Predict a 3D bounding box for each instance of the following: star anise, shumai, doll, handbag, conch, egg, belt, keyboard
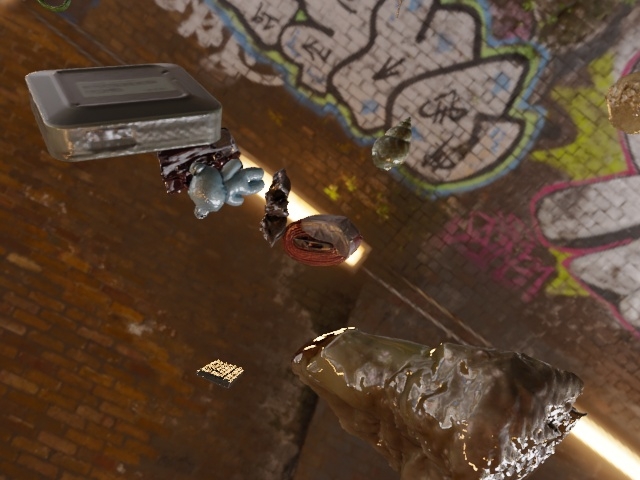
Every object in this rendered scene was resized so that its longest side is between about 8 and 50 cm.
[{"bbox_3d":[-0.117,-0.074,1.607,0.073,0.197,0.212,8,-158,-6],"label":"star anise"},{"bbox_3d":[0.128,0.181,0.741,0.283,0.217,0.346,45,166,32],"label":"shumai"},{"bbox_3d":[-0.202,-0.120,1.306,0.075,0.120,0.179,16,-153,40],"label":"doll"},{"bbox_3d":[-0.306,-0.200,1.576,0.216,0.203,0.074,-123,14,-56],"label":"handbag"},{"bbox_3d":[0.243,-0.305,2.028,0.173,0.106,0.116,-41,-79,-30],"label":"conch"},{"bbox_3d":[0.590,-0.253,1.142,0.118,0.116,0.140,61,-166,20],"label":"egg"},{"bbox_3d":[0.000,0.000,1.636,0.200,0.128,0.124,5,-168,20],"label":"belt"},{"bbox_3d":[-0.163,0.218,1.019,0.055,0.014,0.176,20,174,2],"label":"keyboard"}]

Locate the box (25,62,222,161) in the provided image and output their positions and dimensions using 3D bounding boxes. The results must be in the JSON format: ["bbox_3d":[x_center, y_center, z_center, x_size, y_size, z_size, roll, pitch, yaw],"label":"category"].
[{"bbox_3d":[-0.479,-0.330,1.497,0.395,0.111,0.396,-12,-143,-28],"label":"box"}]

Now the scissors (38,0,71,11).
[{"bbox_3d":[-0.654,-0.551,1.358,0.204,0.101,0.027,-3,171,-4],"label":"scissors"}]

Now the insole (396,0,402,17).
[{"bbox_3d":[0.133,-0.400,1.018,0.002,0.053,0.153,9,-174,2],"label":"insole"}]
